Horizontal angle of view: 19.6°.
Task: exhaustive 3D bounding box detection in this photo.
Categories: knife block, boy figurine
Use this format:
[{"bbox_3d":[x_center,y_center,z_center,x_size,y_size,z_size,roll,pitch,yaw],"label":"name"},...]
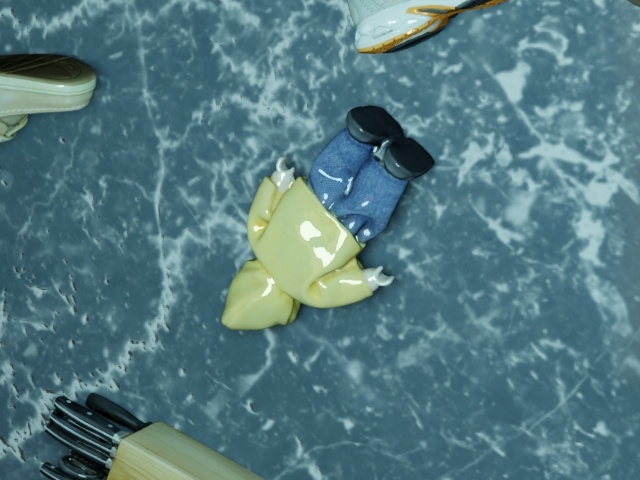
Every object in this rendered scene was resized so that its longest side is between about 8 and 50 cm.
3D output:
[{"bbox_3d":[-0.178,0.257,2.086,0.275,0.088,0.242,-22,91,28],"label":"knife block"},{"bbox_3d":[0.000,0.000,1.947,0.177,0.092,0.285,43,116,12],"label":"boy figurine"}]

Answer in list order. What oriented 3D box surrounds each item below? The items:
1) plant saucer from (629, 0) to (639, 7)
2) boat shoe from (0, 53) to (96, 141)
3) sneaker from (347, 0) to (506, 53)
[{"bbox_3d":[0.333,-0.299,1.760,0.168,0.029,0.168,6,103,26],"label":"plant saucer"},{"bbox_3d":[-0.374,-0.154,2.095,0.302,0.109,0.098,2,107,31],"label":"boat shoe"},{"bbox_3d":[0.128,-0.282,1.828,0.262,0.099,0.121,-22,85,27],"label":"sneaker"}]
